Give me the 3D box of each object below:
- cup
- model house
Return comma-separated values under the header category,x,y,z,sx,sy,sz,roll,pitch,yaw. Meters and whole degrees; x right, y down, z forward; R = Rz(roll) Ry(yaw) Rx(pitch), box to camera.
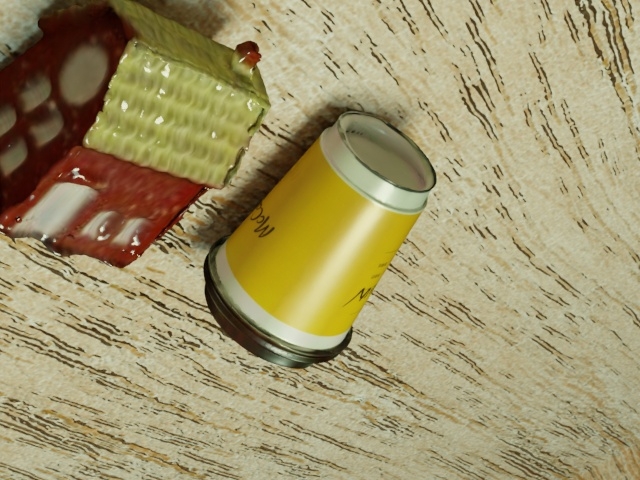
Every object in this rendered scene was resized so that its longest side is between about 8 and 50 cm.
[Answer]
category,x,y,z,sx,sy,sz,roll,pitch,yaw
cup,0.000,0.000,1.651,0.196,0.196,0.279,8,130,-40
model house,-0.183,-0.119,1.371,0.254,0.160,0.196,-40,145,23
